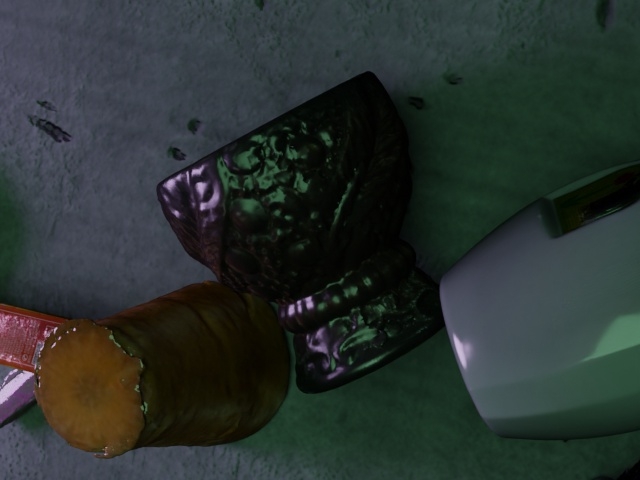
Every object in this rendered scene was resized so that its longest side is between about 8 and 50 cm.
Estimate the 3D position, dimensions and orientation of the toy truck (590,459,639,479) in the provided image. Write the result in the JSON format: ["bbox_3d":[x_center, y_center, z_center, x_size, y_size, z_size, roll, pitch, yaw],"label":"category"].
[{"bbox_3d":[0.384,0.248,1.343,0.155,0.124,0.268,43,103,6],"label":"toy truck"}]

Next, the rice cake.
[{"bbox_3d":[-0.325,0.161,1.608,0.206,0.036,0.047,-33,65,18],"label":"rice cake"}]

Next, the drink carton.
[{"bbox_3d":[-0.360,0.110,1.560,0.222,0.096,0.071,11,85,29],"label":"drink carton"}]

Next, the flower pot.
[{"bbox_3d":[0.000,0.000,1.393,0.266,0.266,0.267,-27,94,17],"label":"flower pot"}]

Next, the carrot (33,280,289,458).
[{"bbox_3d":[-0.164,0.146,1.447,0.196,0.254,0.196,1,94,22],"label":"carrot"}]

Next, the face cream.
[{"bbox_3d":[0.304,0.045,1.260,0.357,0.312,0.219,-23,105,12],"label":"face cream"}]
